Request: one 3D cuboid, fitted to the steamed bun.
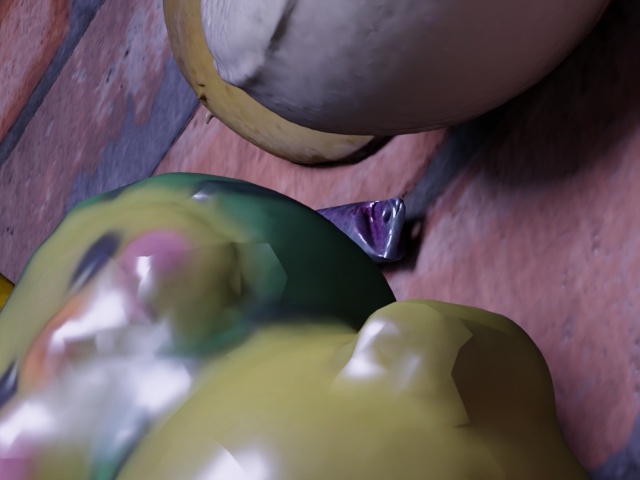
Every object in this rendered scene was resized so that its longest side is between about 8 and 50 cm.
[{"bbox_3d":[0.056,-0.178,0.809,0.283,0.177,0.283,-170,90,-77],"label":"steamed bun"}]

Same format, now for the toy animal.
[{"bbox_3d":[-0.002,0.110,0.662,0.216,0.191,0.338,-52,44,2],"label":"toy animal"}]

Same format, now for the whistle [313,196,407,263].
[{"bbox_3d":[0.000,0.000,0.971,0.176,0.033,0.033,-9,62,64],"label":"whistle"}]

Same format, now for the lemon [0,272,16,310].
[{"bbox_3d":[-0.391,0.137,1.316,0.364,0.364,0.364,-47,31,41],"label":"lemon"}]

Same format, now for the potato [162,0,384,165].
[{"bbox_3d":[-0.011,-0.172,1.052,0.239,0.116,0.299,-62,25,4],"label":"potato"}]
